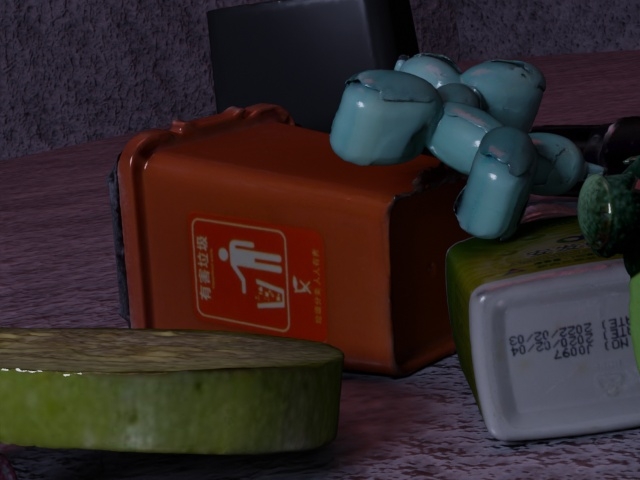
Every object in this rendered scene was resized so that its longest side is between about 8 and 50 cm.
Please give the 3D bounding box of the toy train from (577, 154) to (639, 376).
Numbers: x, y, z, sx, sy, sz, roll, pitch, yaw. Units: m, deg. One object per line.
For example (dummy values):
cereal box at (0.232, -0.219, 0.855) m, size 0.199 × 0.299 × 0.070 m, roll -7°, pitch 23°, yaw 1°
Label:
toy train at (0.244, 0.015, 0.698) m, size 0.253 × 0.157 × 0.105 m, roll -4°, pitch -16°, yaw -14°

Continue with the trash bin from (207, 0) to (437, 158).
trash bin at (0.006, -0.083, 1.235) m, size 0.165 × 0.225 × 0.115 m, roll -6°, pitch 9°, yaw 19°

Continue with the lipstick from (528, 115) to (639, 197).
lipstick at (0.261, -0.069, 1.353) m, size 0.081 × 0.081 × 0.300 m, roll -18°, pitch 15°, yaw -42°

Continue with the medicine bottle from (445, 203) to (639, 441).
medicine bottle at (0.137, 0.037, 0.839) m, size 0.132 × 0.088 × 0.188 m, roll -10°, pitch 10°, yaw 0°

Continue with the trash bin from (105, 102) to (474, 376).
trash bin at (0.000, 0.000, 1.015) m, size 0.239 × 0.161 × 0.184 m, roll 9°, pitch 19°, yaw 38°

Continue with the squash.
squash at (-0.112, 0.074, 0.789) m, size 0.252 × 0.048 × 0.252 m, roll 3°, pitch 2°, yaw 0°

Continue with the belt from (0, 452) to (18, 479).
belt at (-0.242, 0.133, 0.668) m, size 0.232 × 0.071 × 0.053 m, roll -15°, pitch 7°, yaw -37°

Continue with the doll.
doll at (0.083, -0.066, 0.889) m, size 0.159 × 0.059 × 0.159 m, roll 34°, pitch 30°, yaw 32°
